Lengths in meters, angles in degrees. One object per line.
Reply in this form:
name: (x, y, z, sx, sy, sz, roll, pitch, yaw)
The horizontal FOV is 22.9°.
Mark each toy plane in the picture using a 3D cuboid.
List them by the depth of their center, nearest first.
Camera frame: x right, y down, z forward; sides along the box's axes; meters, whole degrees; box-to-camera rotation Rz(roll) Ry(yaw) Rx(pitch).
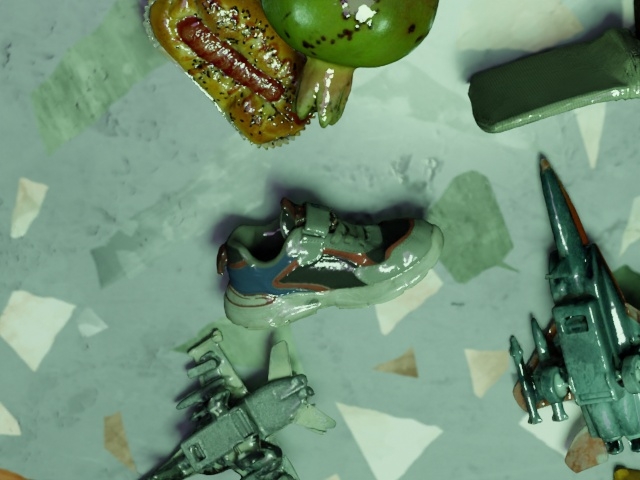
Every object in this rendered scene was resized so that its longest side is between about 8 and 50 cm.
toy plane: (0.263, 0.078, 1.551, 0.223, 0.104, 0.326, -11, 110, 34)
toy plane: (-0.111, 0.209, 1.601, 0.262, 0.088, 0.192, -34, 81, 14)

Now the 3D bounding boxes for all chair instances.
chair: (0.291, -0.208, 1.415, 0.319, 0.160, 0.186, -5, 117, 0)

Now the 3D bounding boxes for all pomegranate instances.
pomegranate: (0.023, -0.203, 1.412, 0.159, 0.159, 0.205, 14, 108, -7)

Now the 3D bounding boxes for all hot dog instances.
hot dog: (-0.077, -0.173, 1.470, 0.108, 0.059, 0.191, -38, 110, 17)

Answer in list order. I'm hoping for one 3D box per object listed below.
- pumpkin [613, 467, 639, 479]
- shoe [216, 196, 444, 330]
pumpkin: (0.342, 0.283, 1.660, 0.074, 0.054, 0.083, 5, 106, -8)
shoe: (0.000, 0.000, 1.515, 0.228, 0.099, 0.125, -17, 114, 10)
